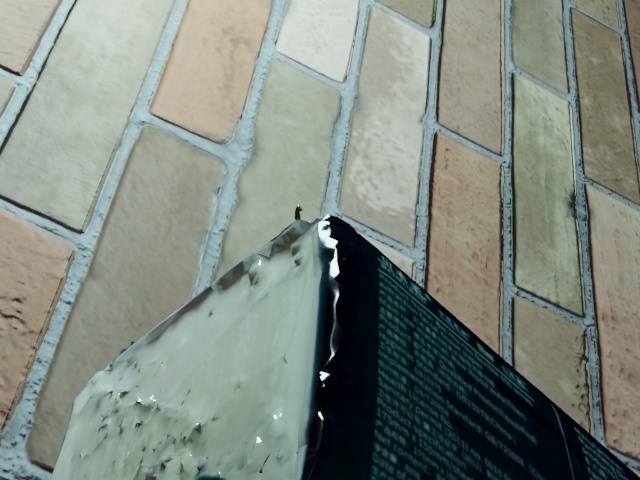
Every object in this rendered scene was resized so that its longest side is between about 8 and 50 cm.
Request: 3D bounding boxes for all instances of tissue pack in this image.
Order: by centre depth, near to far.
[{"bbox_3d":[0.057,0.223,0.653,0.416,0.253,0.264,41,29,-25],"label":"tissue pack"}]

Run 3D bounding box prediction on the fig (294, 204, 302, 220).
[{"bbox_3d":[0.000,0.000,1.076,0.050,0.050,0.083,-2,37,-38],"label":"fig"}]
